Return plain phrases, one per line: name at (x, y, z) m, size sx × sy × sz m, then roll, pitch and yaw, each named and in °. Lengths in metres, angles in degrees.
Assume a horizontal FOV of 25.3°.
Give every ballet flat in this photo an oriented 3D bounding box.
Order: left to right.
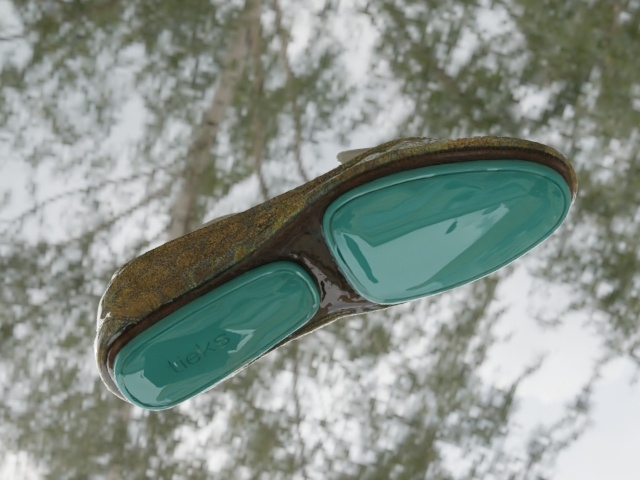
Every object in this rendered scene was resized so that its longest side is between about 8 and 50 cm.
ballet flat at (0.000, 0.000, 0.982) m, size 0.348 × 0.123 × 0.123 m, roll -26°, pitch -144°, yaw 5°
